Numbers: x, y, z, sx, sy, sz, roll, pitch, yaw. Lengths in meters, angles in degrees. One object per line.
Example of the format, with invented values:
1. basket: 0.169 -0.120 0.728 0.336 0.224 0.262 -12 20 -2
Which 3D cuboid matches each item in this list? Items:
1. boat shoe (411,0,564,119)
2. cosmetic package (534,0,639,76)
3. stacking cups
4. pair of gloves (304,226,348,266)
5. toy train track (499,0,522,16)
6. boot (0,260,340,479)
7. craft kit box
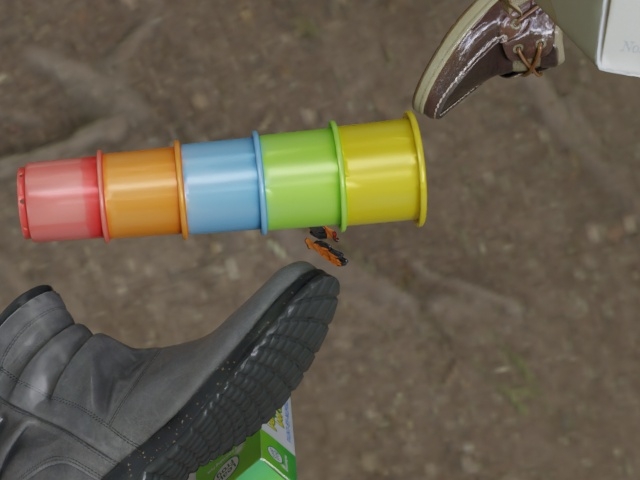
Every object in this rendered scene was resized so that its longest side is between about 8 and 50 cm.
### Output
1. boat shoe: 0.262 -0.267 1.904 0.123 0.123 0.342 43 80 13
2. cosmetic package: 0.214 -0.175 0.876 0.309 0.160 0.113 -90 -173 -71
3. stacking cups: -0.077 -0.037 1.181 0.096 0.316 0.096 172 -90 -84
4. pair of gloves: 0.000 0.000 1.927 0.010 0.074 0.083 -46 140 -21
5. toy train track: 0.186 -0.251 1.491 0.048 0.014 0.083 42 -5 21
6. boot: -0.163 0.100 1.215 0.338 0.223 0.118 -47 155 -6
7. craft kit box: -0.131 0.235 1.444 0.061 0.250 0.246 43 14 -22
